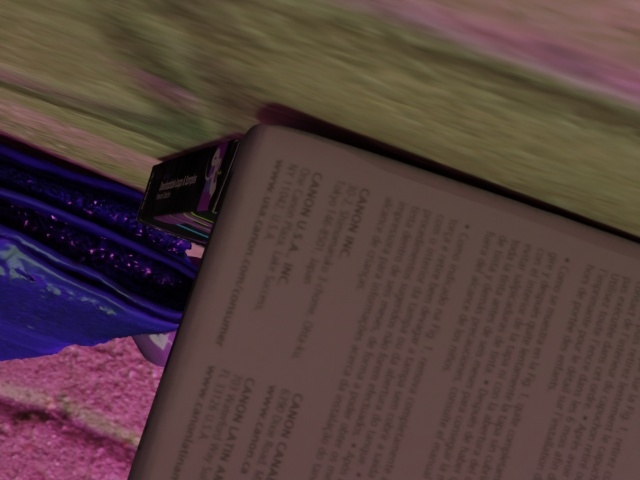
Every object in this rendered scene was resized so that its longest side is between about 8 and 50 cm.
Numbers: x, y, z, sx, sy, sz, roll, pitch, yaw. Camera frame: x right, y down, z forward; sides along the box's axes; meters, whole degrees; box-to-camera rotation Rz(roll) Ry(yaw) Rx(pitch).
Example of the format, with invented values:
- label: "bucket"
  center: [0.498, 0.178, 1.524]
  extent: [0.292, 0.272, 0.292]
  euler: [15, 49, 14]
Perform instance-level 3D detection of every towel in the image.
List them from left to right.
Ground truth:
- label: "towel"
  center: [-0.230, 0.002, 0.868]
  extent: [0.228, 0.076, 0.308]
  euler: [24, 158, -33]

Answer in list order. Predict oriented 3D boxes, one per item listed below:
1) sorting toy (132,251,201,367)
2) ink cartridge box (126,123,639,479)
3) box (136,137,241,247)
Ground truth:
- label: "sorting toy"
  center: [0.013, 0.050, 0.815]
  extent: [0.366, 0.127, 0.126]
  euler: [19, 146, 37]
- label: "ink cartridge box"
  center: [0.060, 0.093, 0.418]
  extent: [0.232, 0.189, 0.066]
  euler: [19, 177, -7]
- label: "box"
  center: [0.000, 0.000, 0.557]
  extent: [0.116, 0.029, 0.162]
  euler: [21, 176, -14]
